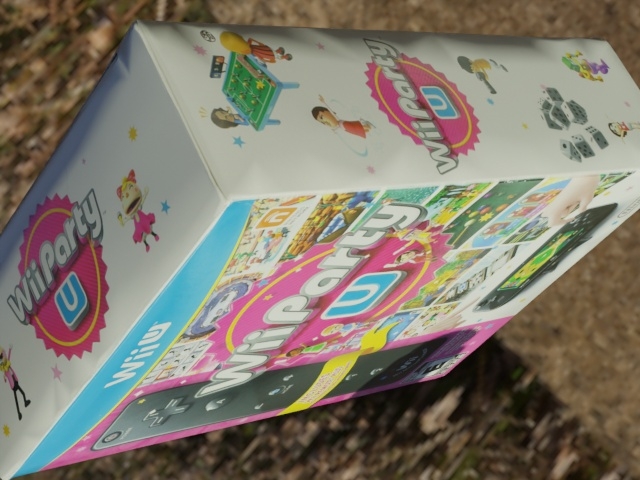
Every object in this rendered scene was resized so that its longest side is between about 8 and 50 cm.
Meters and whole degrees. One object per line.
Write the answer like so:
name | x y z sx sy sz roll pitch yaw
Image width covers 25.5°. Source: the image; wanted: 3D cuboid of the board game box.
board game box | 0.000 0.000 0.696 0.224 0.303 0.097 -48 60 40
